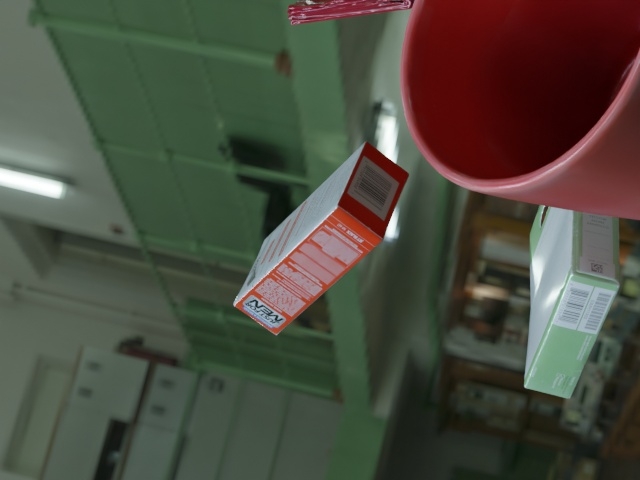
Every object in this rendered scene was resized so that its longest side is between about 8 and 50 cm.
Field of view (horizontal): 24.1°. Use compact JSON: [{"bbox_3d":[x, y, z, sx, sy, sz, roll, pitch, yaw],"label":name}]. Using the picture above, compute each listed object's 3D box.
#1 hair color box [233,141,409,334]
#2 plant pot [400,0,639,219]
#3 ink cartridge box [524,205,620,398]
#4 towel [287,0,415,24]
[{"bbox_3d":[0.000,0.000,1.297,0.167,0.053,0.093,-41,17,42],"label":"hair color box"},{"bbox_3d":[0.241,-0.137,1.240,0.243,0.275,0.275,20,-100,-39],"label":"plant pot"},{"bbox_3d":[0.255,0.018,1.530,0.235,0.056,0.171,-77,0,-47],"label":"ink cartridge box"},{"bbox_3d":[0.093,-0.369,2.035,0.275,0.199,0.031,-50,-51,-47],"label":"towel"}]
